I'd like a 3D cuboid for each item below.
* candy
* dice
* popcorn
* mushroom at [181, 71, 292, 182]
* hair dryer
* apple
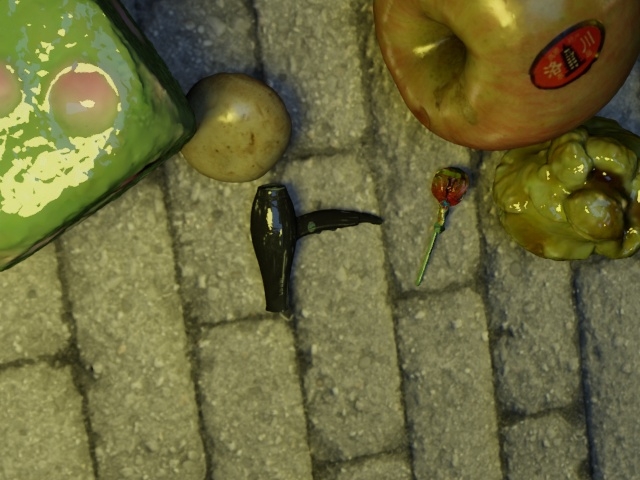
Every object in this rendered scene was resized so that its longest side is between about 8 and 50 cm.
[{"bbox_3d":[0.185,-0.021,1.354,0.060,0.060,0.201,14,100,-16],"label":"candy"},{"bbox_3d":[-0.362,-0.170,1.021,0.330,0.318,0.322,-34,98,2],"label":"dice"},{"bbox_3d":[0.409,-0.079,1.301,0.276,0.276,0.226,-38,99,-9],"label":"popcorn"},{"bbox_3d":[-0.122,-0.161,1.209,0.166,0.127,0.166,4,129,6],"label":"mushroom"},{"bbox_3d":[0.000,0.000,1.301,0.219,0.075,0.196,-10,108,-22],"label":"hair dryer"},{"bbox_3d":[0.266,-0.336,1.178,0.346,0.391,0.392,-36,104,-24],"label":"apple"}]
